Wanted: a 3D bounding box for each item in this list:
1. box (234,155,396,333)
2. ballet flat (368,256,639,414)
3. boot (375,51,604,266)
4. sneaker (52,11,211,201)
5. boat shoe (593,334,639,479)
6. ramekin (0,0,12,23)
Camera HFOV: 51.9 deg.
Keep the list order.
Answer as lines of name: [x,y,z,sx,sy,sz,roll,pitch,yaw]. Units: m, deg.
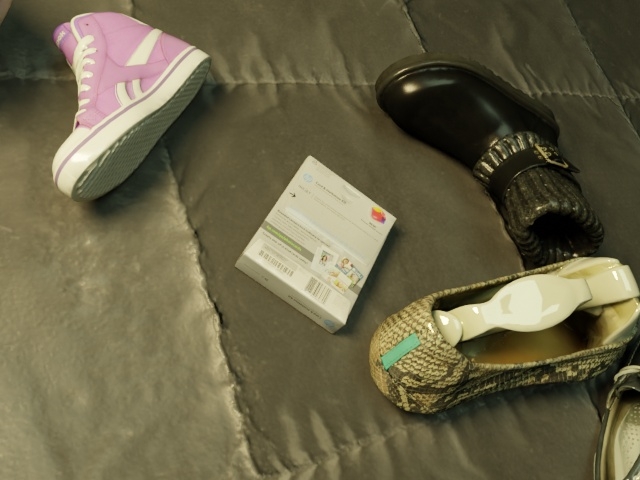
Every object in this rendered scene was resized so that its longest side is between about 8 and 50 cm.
box: [0.000,0.000,0.815,0.145,0.038,0.186,35,53,-7]
ballet flat: [0.285,0.097,0.823,0.482,0.182,0.164,-8,61,-32]
boot: [0.247,-0.115,0.947,0.347,0.131,0.260,13,52,-22]
sneaker: [-0.253,-0.163,0.739,0.161,0.102,0.282,30,42,-6]
boat shoe: [0.439,0.222,0.882,0.091,0.114,0.303,37,50,-13]
ramekin: [-0.392,-0.227,0.630,0.109,0.207,0.207,38,51,-16]
